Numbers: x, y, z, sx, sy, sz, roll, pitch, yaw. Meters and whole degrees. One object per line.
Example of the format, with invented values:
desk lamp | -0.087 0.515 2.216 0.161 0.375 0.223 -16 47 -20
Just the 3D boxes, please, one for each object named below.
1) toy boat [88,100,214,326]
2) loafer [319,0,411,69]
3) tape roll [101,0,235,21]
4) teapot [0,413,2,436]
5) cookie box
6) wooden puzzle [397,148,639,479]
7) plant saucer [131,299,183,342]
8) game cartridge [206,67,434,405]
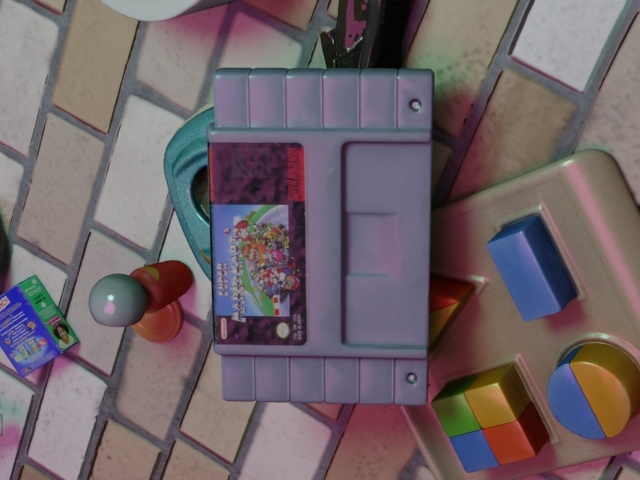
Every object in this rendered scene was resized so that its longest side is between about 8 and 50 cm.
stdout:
toy boat | -0.126 0.006 1.489 0.318 0.148 0.267 -34 84 35
loafer | 0.040 -0.196 1.386 0.078 0.080 0.220 24 114 28
tape roll | -0.163 -0.371 1.356 0.286 0.100 0.286 19 120 37
teapot | -0.596 0.272 1.831 0.256 0.187 0.252 41 106 38
cookie box | -0.384 0.113 1.735 0.092 0.040 0.107 -31 94 33
wooden puzzle | 0.207 0.107 1.409 0.348 0.080 0.322 -23 97 32
plant saucer | -0.211 0.090 1.654 0.083 0.013 0.083 9 113 24
game cartridge | 0.000 0.000 1.362 0.230 0.068 0.355 -1 106 0
